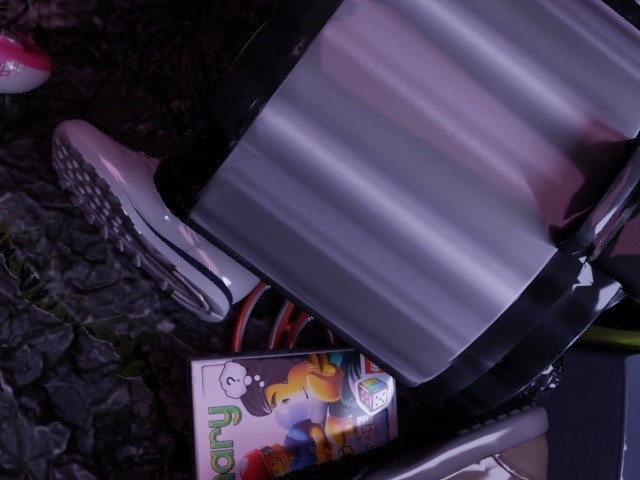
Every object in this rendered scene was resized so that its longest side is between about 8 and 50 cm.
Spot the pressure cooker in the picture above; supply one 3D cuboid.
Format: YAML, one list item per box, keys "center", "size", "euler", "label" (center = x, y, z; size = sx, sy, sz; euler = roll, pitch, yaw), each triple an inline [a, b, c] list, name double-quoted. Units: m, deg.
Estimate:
- center: [0.119, -0.061, 1.186]
  size: [0.420, 0.375, 0.370]
  euler: [37, 35, -4]
  label: "pressure cooker"

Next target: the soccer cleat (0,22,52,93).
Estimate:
- center: [-0.411, -0.176, 1.256]
  size: [0.331, 0.116, 0.143]
  euler: [21, 100, -10]
  label: "soccer cleat"

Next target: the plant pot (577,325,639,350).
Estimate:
- center: [0.394, 0.010, 1.349]
  size: [0.207, 0.228, 0.227]
  euler: [16, 82, -16]
  label: "plant pot"

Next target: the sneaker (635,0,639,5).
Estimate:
- center: [0.412, -0.178, 1.422]
  size: [0.290, 0.106, 0.123]
  euler: [4, 82, -13]
  label: "sneaker"

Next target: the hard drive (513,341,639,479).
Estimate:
- center: [0.225, 0.220, 1.324]
  size: [0.054, 0.172, 0.254]
  euler: [15, 82, -53]
  label: "hard drive"

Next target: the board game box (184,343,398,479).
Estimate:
- center: [-0.021, 0.253, 1.312]
  size: [0.193, 0.053, 0.305]
  euler: [-4, 90, -12]
  label: "board game box"

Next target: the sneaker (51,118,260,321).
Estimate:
- center: [-0.150, -0.032, 1.310]
  size: [0.235, 0.090, 0.095]
  euler: [46, 65, -9]
  label: "sneaker"

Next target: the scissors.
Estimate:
- center: [0.000, 0.000, 1.362]
  size: [0.109, 0.021, 0.297]
  euler: [19, 83, -9]
  label: "scissors"

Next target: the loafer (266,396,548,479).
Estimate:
- center: [0.050, 0.254, 1.231]
  size: [0.366, 0.134, 0.130]
  euler: [-19, 93, -12]
  label: "loafer"
